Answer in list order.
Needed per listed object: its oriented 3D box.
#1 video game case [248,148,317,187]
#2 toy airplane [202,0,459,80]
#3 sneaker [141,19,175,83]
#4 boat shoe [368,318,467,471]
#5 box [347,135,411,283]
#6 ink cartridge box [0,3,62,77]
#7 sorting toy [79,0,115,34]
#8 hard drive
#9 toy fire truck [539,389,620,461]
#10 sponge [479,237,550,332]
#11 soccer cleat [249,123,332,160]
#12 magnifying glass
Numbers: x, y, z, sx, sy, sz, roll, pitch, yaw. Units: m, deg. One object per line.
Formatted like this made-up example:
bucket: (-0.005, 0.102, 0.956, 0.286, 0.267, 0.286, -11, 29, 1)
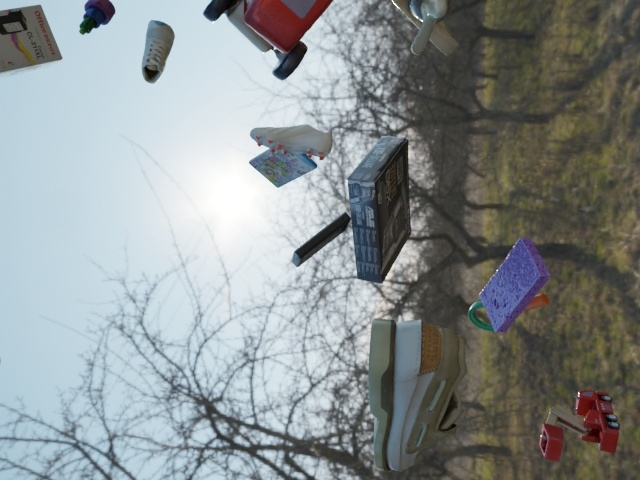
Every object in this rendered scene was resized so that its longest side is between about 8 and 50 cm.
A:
video game case: (-0.105, -0.211, 1.611, 0.119, 0.166, 0.015, 40, -132, -28)
toy airplane: (0.022, -0.427, 0.773, 0.386, 0.272, 0.385, -12, -100, -42)
sneaker: (-0.510, -0.587, 1.819, 0.229, 0.087, 0.092, 126, 153, -58)
boat shoe: (0.116, 0.202, 0.698, 0.302, 0.103, 0.113, 79, -165, -51)
box: (0.160, -0.082, 1.515, 0.242, 0.076, 0.308, -52, -36, -47)
ink cartridge box: (-0.684, -0.437, 1.285, 0.175, 0.072, 0.128, -29, -73, -35)
sorting toy: (-0.519, -0.586, 1.259, 0.366, 0.127, 0.126, 116, 175, -62)
hard drive: (0.000, 0.000, 1.200, 0.135, 0.022, 0.094, -38, -8, -14)
toy fire truck: (0.481, 0.342, 1.091, 0.192, 0.135, 0.047, -48, -38, -64)
sponge: (0.440, 0.104, 1.333, 0.117, 0.031, 0.210, -100, 22, -43)
soccer cleat: (-0.067, -0.242, 1.367, 0.068, 0.196, 0.076, 91, -168, -73)
magnifying glass: (0.461, 0.172, 1.440, 0.026, 0.092, 0.231, -52, 12, -35)
